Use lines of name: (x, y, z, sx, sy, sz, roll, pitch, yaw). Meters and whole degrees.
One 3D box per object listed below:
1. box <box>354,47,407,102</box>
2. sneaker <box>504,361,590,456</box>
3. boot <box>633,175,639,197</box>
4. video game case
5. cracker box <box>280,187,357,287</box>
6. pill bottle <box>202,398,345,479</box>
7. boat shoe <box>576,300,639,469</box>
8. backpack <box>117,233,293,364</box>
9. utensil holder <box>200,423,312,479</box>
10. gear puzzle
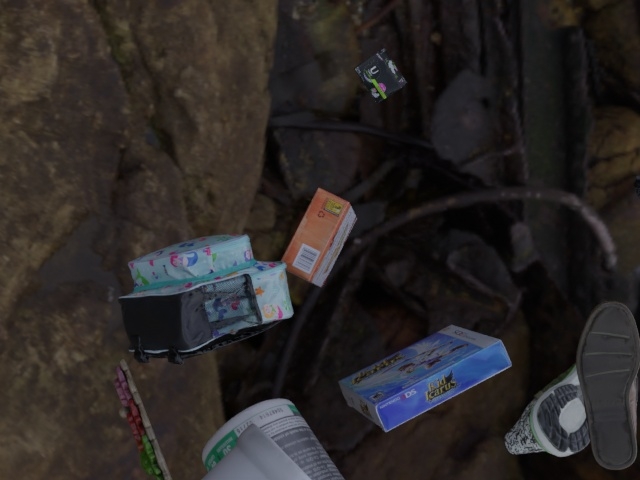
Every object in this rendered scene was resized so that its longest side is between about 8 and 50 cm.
box: (0.117, -0.320, 1.913, 0.083, 0.062, 0.052, 55, 26, -7)
sneaker: (0.523, 0.346, 2.115, 0.410, 0.182, 0.158, -19, 81, -46)
boot: (0.650, -0.087, 1.831, 0.121, 0.099, 0.045, 50, 26, -16)
video game case: (0.192, 0.255, 1.883, 0.269, 0.244, 0.061, -25, 97, -13)
cracker box: (0.000, 0.000, 1.807, 0.155, 0.067, 0.232, -63, 173, -2)
pill bottle: (-0.043, 0.483, 1.780, 0.204, 0.361, 0.204, -29, 153, -17)
boat shoe: (0.519, 0.252, 1.783, 0.104, 0.111, 0.307, -33, 124, -72)
backpack: (-0.177, 0.088, 1.594, 0.253, 0.225, 0.191, -7, 89, -44)
utensil holder: (-0.118, 0.499, 1.345, 0.385, 0.327, 0.327, -43, 126, -11)
gear puzzle: (-0.283, 0.368, 1.641, 0.044, 0.339, 0.175, -21, 136, -13)
